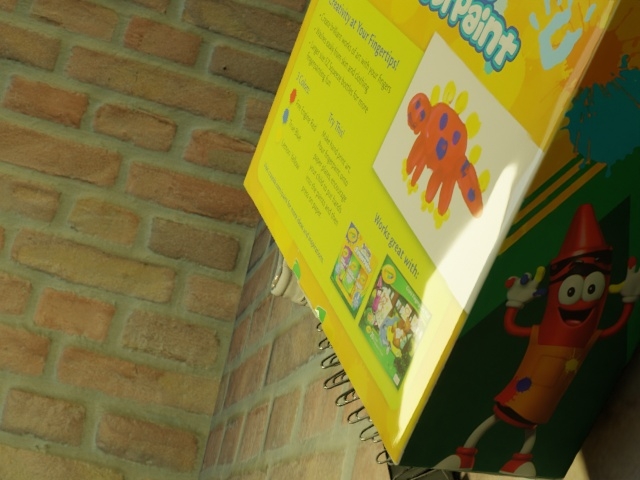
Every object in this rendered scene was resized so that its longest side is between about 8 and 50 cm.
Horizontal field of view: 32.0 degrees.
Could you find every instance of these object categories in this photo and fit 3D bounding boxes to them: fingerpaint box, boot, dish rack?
[{"bbox_3d":[0.118,-0.093,0.918,0.371,0.163,0.445,-68,27,22],"label":"fingerpaint box"},{"bbox_3d":[0.000,0.000,1.833,0.095,0.123,0.258,-96,23,-64],"label":"boot"},{"bbox_3d":[0.050,0.131,1.105,0.074,0.271,0.208,-29,22,7],"label":"dish rack"}]
